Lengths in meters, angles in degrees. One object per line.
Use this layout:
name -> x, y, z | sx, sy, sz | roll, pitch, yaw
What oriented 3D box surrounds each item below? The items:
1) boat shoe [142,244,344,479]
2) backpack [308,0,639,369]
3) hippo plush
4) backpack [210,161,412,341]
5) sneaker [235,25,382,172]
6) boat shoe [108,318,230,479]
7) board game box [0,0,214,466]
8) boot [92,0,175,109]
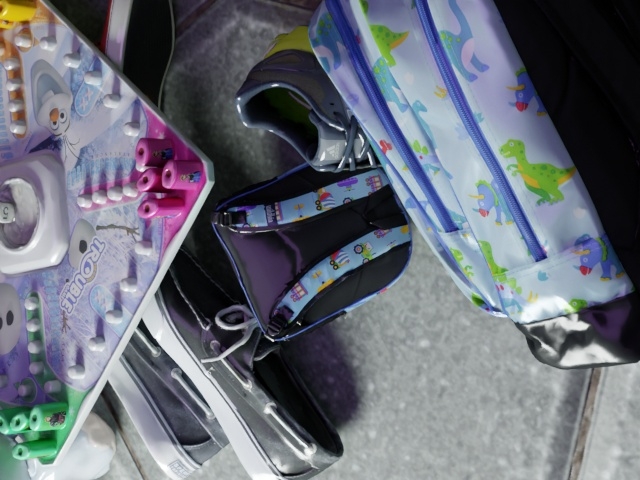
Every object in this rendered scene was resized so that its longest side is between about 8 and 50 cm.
boat shoe -> -0.084, 0.112, 1.546 | 0.105, 0.113, 0.306 | -34, 83, 31
backpack -> 0.159, -0.116, 1.172 | 0.273, 0.290, 0.356 | -6, 118, 37
hippo plush -> -0.398, 0.238, 1.672 | 0.294, 0.236, 0.234 | -4, 83, 14
backpack -> 0.000, 0.000, 1.462 | 0.173, 0.117, 0.158 | -26, 85, 4
sneaker -> 0.053, -0.098, 1.380 | 0.299, 0.121, 0.111 | 20, 132, 23
boat shoe -> -0.190, 0.112, 1.633 | 0.102, 0.108, 0.301 | -35, 63, 2
board game box -> -0.321, -0.028, 1.582 | 0.390, 0.050, 0.390 | 44, 115, 31
boot -> -0.250, -0.192, 1.615 | 0.176, 0.088, 0.244 | 23, 116, 30
